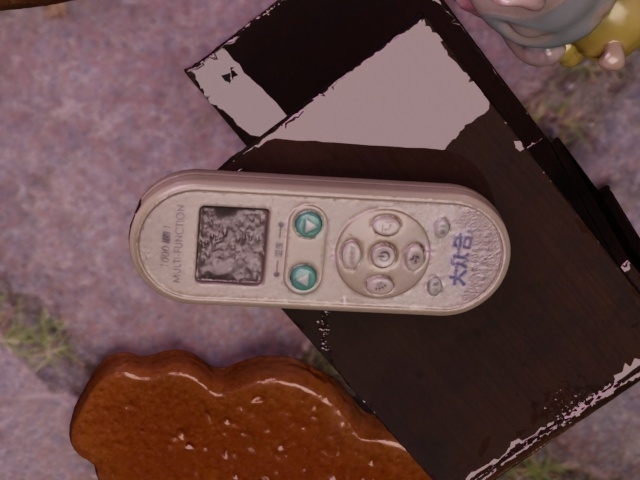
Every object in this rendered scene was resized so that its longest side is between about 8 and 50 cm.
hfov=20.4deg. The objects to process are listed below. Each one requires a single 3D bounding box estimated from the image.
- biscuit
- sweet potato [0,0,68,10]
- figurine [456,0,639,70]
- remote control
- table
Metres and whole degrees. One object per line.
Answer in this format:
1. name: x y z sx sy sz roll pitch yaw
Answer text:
1. biscuit: -0.030 0.183 1.363 0.334 0.047 0.202 24 117 -10
2. sweet potato: -0.295 -0.215 1.139 0.385 0.109 0.109 10 112 -10
3. figurine: 0.148 -0.169 1.133 0.127 0.235 0.155 -38 113 11
4. remote control: 0.000 0.000 1.032 0.221 0.042 0.078 3 113 -5
5. table: 0.069 -0.029 1.182 0.196 0.250 0.282 -36 111 12
